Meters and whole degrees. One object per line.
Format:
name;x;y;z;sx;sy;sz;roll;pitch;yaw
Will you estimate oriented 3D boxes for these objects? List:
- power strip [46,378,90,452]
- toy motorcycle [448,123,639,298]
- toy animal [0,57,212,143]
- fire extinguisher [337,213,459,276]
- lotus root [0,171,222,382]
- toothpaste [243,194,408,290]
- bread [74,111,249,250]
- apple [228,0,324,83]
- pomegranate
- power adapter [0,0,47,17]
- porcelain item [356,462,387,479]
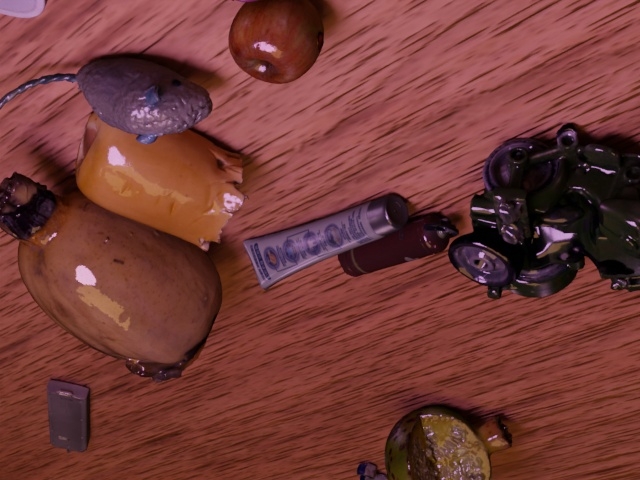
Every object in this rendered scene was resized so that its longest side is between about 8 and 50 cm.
power strip;-0.375;0.265;2.319;0.060;0.027;0.253;13;151;-2
toy motorcycle;0.258;-0.008;1.481;0.275;0.127;0.205;6;147;19
toy animal;-0.224;-0.137;1.499;0.252;0.079;0.070;1;127;18
fire extinguisher;0.088;0.003;1.653;0.064;0.043;0.158;9;162;-44
lotus root;-0.240;0.025;1.702;0.182;0.183;0.310;-17;137;42
toothpaste;0.000;0.000;1.685;0.239;0.039;0.062;-21;95;44
bread;-0.170;-0.063;1.599;0.173;0.085;0.134;22;149;-17
apple;-0.038;-0.179;1.361;0.084;0.071;0.084;17;153;9
pomegranate;0.162;0.280;2.040;0.143;0.169;0.122;58;168;-8
power adapter;-0.269;-0.240;1.210;0.130;0.205;0.125;15;151;1
porcelain item;0.094;0.367;2.310;0.136;0.021;0.075;31;146;-28
